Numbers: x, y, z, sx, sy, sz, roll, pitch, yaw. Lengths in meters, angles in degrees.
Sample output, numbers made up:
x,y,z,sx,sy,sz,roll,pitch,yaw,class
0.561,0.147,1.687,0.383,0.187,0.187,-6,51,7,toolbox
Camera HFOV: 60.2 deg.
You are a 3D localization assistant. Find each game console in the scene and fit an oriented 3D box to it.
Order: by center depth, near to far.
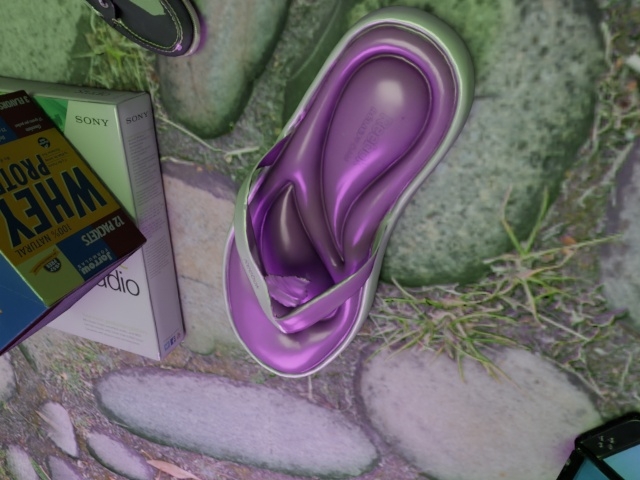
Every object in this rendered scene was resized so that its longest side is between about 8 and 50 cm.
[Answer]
x,y,z,sx,sy,sz,roll,pitch,yaw,class
0.295,0.243,0.515,0.122,0.071,0.107,43,126,-2,game console

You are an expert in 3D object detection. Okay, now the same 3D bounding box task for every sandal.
x,y,z,sx,sy,sz,roll,pitch,yaw,class
-0.014,-0.007,0.506,0.169,0.102,0.416,29,125,9,sandal

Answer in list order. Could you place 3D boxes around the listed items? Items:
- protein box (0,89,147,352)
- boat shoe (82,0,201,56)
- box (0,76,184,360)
x,y,z,sx,sy,sz,roll,pitch,yaw,class
-0.335,-0.004,0.571,0.201,0.136,0.199,-32,99,34,protein box
-0.203,-0.231,0.497,0.206,0.065,0.075,38,126,2,boat shoe
-0.290,-0.022,0.657,0.232,0.058,0.321,11,119,20,box
